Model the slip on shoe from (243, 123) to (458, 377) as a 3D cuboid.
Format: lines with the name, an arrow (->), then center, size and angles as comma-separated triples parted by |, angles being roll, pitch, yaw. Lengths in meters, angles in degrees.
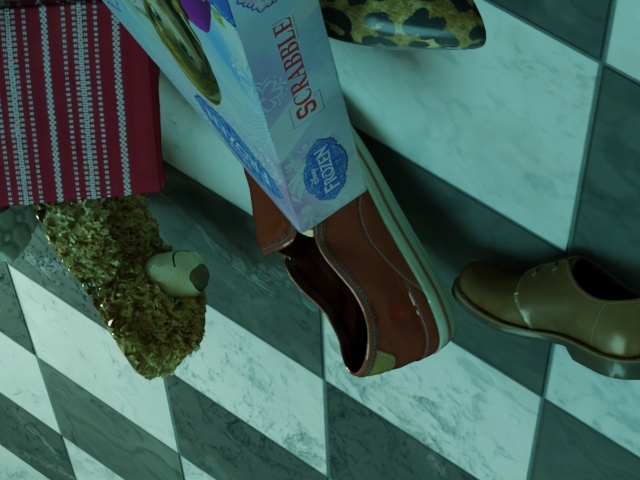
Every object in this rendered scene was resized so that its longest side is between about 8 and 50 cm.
slip on shoe -> -0.013, -0.033, 1.549 | 0.331, 0.101, 0.123 | 58, 157, -3

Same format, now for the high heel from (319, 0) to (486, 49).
high heel -> 0.000, -0.230, 1.242 | 0.261, 0.093, 0.186 | 34, 157, 27

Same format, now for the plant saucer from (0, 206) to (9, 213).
plant saucer -> -0.423, -0.101, 1.825 | 0.277, 0.041, 0.278 | 23, -168, -5

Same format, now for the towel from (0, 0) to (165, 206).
towel -> -0.271, -0.117, 1.619 | 0.031, 0.274, 0.199 | -103, 10, -58

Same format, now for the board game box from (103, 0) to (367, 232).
board game box -> -0.102, -0.202, 1.323 | 0.319, 0.066, 0.318 | 50, 168, 30

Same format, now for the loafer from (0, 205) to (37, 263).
loafer -> -0.429, -0.092, 2.078 | 0.111, 0.112, 0.319 | 11, 144, 34

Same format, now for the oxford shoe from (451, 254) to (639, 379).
oxford shoe -> 0.187, 0.042, 1.486 | 0.212, 0.076, 0.076 | 19, 117, 46

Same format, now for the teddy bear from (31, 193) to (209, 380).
teddy bear -> -0.211, -0.031, 1.805 | 0.338, 0.113, 0.245 | 55, 178, 26
